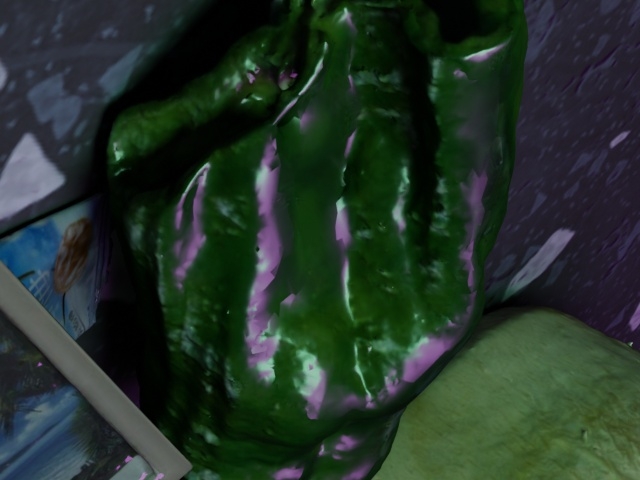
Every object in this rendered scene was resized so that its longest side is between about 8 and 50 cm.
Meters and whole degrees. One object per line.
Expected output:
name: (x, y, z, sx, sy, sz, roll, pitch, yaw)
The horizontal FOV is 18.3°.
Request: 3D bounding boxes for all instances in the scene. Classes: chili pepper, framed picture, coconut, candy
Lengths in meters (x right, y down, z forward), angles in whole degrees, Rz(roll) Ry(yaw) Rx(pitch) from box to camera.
chili pepper: (0.003, 0.008, 1.065, 0.213, 0.167, 0.385, -27, 150, -33)
framed picture: (-0.236, 0.155, 0.988, 0.315, 0.024, 0.232, -40, 136, -3)
coconut: (0.189, 0.272, 1.509, 0.404, 0.404, 0.405, -36, 152, -23)
candy: (-0.154, 0.030, 1.027, 0.136, 0.038, 0.088, -31, 137, -44)
